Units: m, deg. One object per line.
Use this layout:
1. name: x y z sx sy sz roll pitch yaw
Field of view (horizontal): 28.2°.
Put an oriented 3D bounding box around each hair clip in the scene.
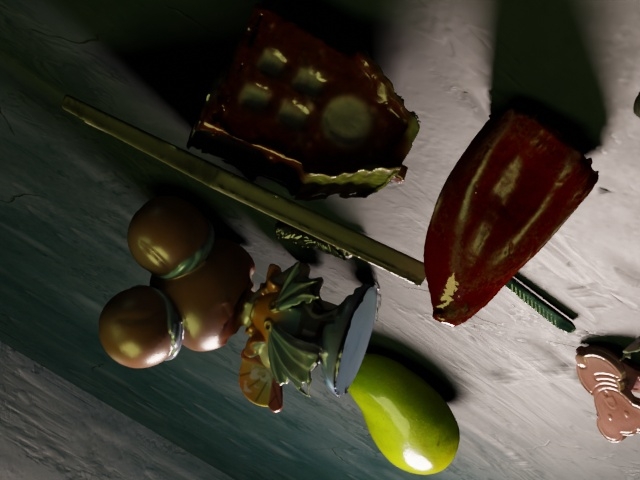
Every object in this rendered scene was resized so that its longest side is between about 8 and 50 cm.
1. hair clip: 0.438 0.228 1.913 0.138 0.102 0.123 33 152 -20

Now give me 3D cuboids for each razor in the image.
1. razor: 0.296 0.083 1.825 0.190 0.033 0.066 30 -160 -23

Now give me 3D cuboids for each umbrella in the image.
1. umbrella: 0.000 0.000 1.901 0.144 0.037 0.040 16 -177 17

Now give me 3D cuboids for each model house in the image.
1. model house: -0.005 -0.134 1.444 0.254 0.160 0.196 22 171 -7

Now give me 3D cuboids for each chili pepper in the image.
1. chili pepper: 0.191 -0.022 1.439 0.136 0.252 0.144 31 171 31

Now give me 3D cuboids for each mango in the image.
1. mango: 0.149 0.312 2.309 0.175 0.143 0.293 5 141 48

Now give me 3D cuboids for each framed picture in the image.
1. framed picture: -0.108 -0.070 1.589 0.326 0.028 0.446 25 -179 -35

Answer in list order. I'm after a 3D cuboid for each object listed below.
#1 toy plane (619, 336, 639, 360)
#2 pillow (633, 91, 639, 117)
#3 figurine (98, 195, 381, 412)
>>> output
1. toy plane: 0.556 0.149 1.695 0.182 0.107 0.273 -12 -153 -41
2. pillow: 0.422 -0.172 1.097 0.228 0.101 0.326 20 158 4
3. figurine: -0.127 0.111 2.011 0.388 0.276 0.248 19 180 15
